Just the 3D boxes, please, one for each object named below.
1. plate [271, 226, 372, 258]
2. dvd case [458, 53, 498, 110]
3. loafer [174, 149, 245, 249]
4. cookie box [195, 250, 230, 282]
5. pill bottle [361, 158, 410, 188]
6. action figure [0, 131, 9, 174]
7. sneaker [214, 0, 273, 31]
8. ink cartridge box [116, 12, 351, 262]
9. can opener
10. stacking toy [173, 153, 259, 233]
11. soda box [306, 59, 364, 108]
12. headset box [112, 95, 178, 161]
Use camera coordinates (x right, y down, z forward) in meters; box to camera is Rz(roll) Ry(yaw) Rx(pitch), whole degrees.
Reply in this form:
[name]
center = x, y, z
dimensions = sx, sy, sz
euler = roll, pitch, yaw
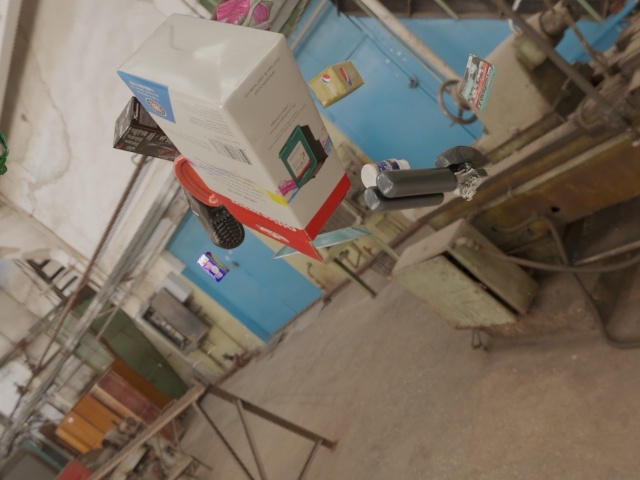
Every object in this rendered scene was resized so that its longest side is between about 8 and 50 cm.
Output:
[plate]
center = 0.000, 0.000, 0.950
dimensions = 0.188, 0.024, 0.188
euler = -15, 1, 0
[dvd case]
center = 0.321, -0.326, 1.074
dimensions = 0.119, 0.013, 0.087
euler = -108, 24, -58
[loafer]
center = -0.371, -0.128, 1.671
dimensions = 0.134, 0.366, 0.130
euler = -21, -4, -30
[cookie box]
center = -0.319, 0.077, 1.563
dimensions = 0.040, 0.092, 0.107
euler = -46, 5, -1
[pill bottle]
center = 0.171, -0.175, 1.357
dimensions = 0.120, 0.067, 0.067
euler = -17, -10, -28
[action figure]
center = -0.684, -0.235, 1.031
dimensions = 0.137, 0.232, 0.063
euler = -3, 32, 25
[sneaker]
center = -0.146, -0.402, 1.018
dimensions = 0.103, 0.111, 0.252
euler = -7, 42, 26
[ink cartridge box]
center = -0.060, -0.083, 0.489
dimensions = 0.078, 0.134, 0.231
euler = -55, -33, -17
[can opener]
center = 0.182, -0.100, 0.877
dimensions = 0.280, 0.093, 0.074
euler = -14, -29, -39
[stacking toy]
center = -0.128, -0.166, 1.096
dimensions = 0.309, 0.279, 0.130
euler = -19, 43, 39
[soda box]
center = 0.035, -0.319, 1.063
dimensions = 0.058, 0.061, 0.181
euler = -30, 11, 25
[headset box]
center = -0.542, -0.371, 1.824
dimensions = 0.218, 0.293, 0.110
euler = -21, 65, 53
